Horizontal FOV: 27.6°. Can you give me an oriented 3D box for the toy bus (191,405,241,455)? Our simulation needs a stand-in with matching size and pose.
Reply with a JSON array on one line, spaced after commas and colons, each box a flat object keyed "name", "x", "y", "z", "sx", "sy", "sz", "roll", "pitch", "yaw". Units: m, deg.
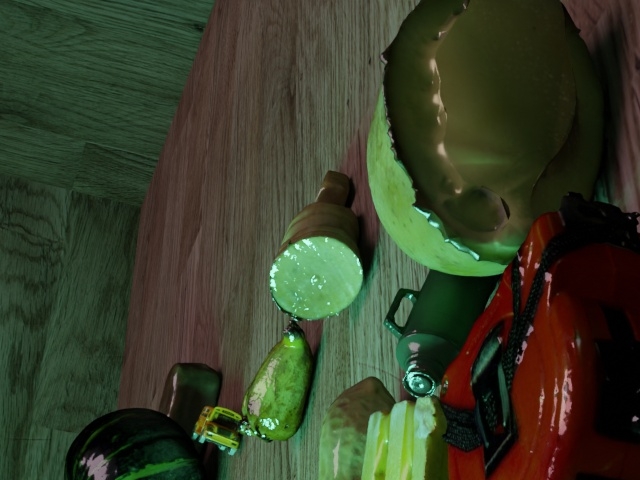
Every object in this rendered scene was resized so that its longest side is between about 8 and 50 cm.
[{"name": "toy bus", "x": -0.185, "y": 0.341, "z": 2.372, "sx": 0.162, "sy": 0.069, "sz": 0.074, "roll": 161, "pitch": 132, "yaw": -76}]

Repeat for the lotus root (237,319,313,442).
[{"name": "lotus root", "x": -0.055, "y": 0.214, "z": 1.964, "sx": 0.108, "sy": 0.094, "sz": 0.191, "roll": 31, "pitch": 99, "yaw": 51}]

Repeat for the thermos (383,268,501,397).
[{"name": "thermos", "x": 0.121, "y": 0.075, "z": 1.293, "sx": 0.073, "sy": 0.083, "sz": 0.188, "roll": -22, "pitch": 26, "yaw": 36}]

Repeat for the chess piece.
[{"name": "chess piece", "x": 0.000, "y": 0.000, "z": 1.920, "sx": 0.301, "sy": 0.137, "sz": 0.137, "roll": -84, "pitch": 12, "yaw": -69}]

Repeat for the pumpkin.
[{"name": "pumpkin", "x": -0.345, "y": 0.472, "z": 2.438, "sx": 0.323, "sy": 0.241, "sz": 0.323, "roll": 31, "pitch": 128, "yaw": 49}]

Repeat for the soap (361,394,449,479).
[{"name": "soap", "x": 0.096, "y": 0.319, "z": 1.284, "sx": 0.199, "sy": 0.091, "sz": 0.315, "roll": 141, "pitch": 140, "yaw": -67}]

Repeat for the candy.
[{"name": "candy", "x": -0.276, "y": 0.362, "z": 2.634, "sx": 0.102, "sy": 0.104, "sz": 0.234, "roll": -156, "pitch": 79, "yaw": -71}]

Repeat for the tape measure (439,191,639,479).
[{"name": "tape measure", "x": 0.189, "y": 0.133, "z": 1.043, "sx": 0.260, "sy": 0.114, "sz": 0.253, "roll": -93, "pitch": 21, "yaw": -47}]

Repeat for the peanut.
[{"name": "peanut", "x": 0.043, "y": 0.278, "z": 1.475, "sx": 0.123, "sy": 0.123, "sz": 0.257, "roll": 122, "pitch": 159, "yaw": -51}]

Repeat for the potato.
[{"name": "potato", "x": 0.141, "y": -0.086, "z": 1.245, "sx": 0.242, "sy": 0.242, "sz": 0.285, "roll": 137, "pitch": 127, "yaw": -65}]
